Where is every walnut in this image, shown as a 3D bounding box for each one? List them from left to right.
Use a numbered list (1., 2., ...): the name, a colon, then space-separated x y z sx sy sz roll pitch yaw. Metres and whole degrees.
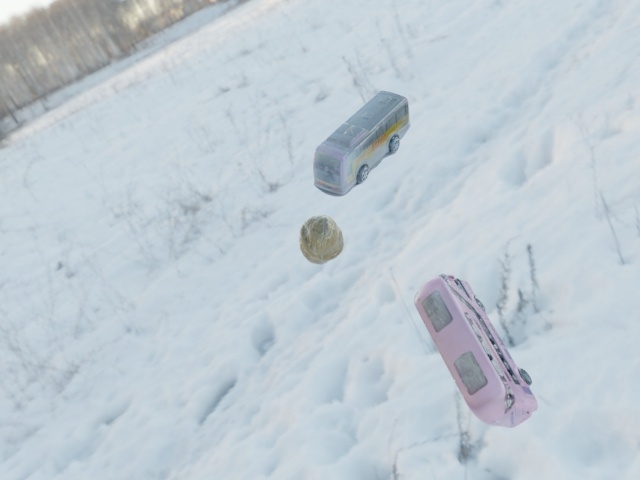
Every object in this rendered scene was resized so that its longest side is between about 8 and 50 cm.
1. walnut: 0.000 0.000 1.707 0.105 0.105 0.124 -21 42 22

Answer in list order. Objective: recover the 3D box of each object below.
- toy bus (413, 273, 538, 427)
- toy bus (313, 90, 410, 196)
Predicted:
1. toy bus: 0.189 0.133 0.958 0.063 0.090 0.203 -44 50 24
2. toy bus: 0.055 -0.129 1.011 0.057 0.072 0.172 21 47 29
